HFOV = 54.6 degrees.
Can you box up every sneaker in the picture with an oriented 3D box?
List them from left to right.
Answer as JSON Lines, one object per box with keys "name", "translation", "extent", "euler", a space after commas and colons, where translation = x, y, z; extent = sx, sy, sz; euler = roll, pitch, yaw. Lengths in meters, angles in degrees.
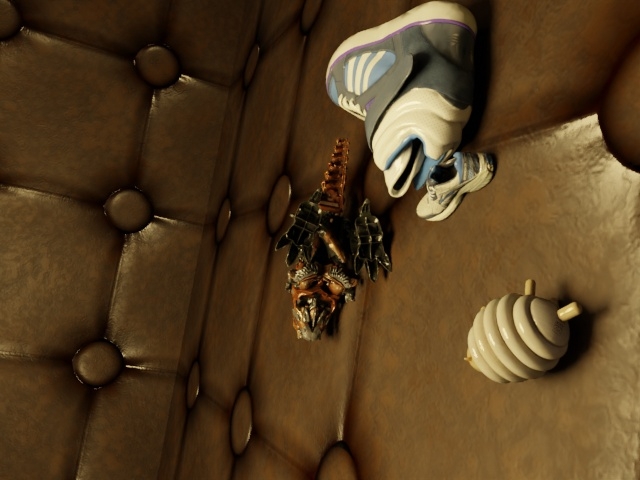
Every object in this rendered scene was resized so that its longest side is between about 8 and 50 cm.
{"name": "sneaker", "translation": [0.088, -0.174, 0.888], "extent": [0.322, 0.130, 0.236], "euler": [-10, 65, 60]}
{"name": "sneaker", "translation": [0.154, -0.072, 0.780], "extent": [0.135, 0.058, 0.052], "euler": [131, 144, -50]}

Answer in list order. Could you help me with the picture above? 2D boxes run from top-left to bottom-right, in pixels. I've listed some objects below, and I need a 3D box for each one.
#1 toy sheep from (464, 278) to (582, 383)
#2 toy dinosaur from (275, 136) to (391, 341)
{"name": "toy sheep", "translation": [0.189, 0.089, 0.588], "extent": [0.132, 0.091, 0.091], "euler": [-48, 37, 41]}
{"name": "toy dinosaur", "translation": [0.000, 0.000, 1.005], "extent": [0.218, 0.164, 0.322], "euler": [160, 99, -82]}
